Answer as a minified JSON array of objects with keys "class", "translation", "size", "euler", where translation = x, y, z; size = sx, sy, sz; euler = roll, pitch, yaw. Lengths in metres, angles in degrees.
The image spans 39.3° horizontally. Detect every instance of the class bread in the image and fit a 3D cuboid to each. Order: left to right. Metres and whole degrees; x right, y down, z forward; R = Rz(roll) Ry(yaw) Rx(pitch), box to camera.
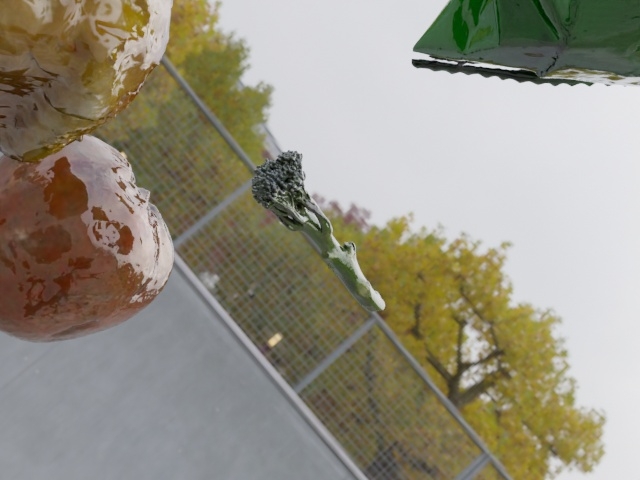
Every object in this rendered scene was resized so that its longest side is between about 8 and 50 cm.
[{"class":"bread","translation":[-0.135,-0.235,0.480],"size":[0.109,0.380,0.185],"euler":[12,-16,-30]}]

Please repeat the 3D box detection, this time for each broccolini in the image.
[{"class":"broccolini","translation":[-0.002,0.002,0.883],"size":[0.216,0.058,0.067],"euler":[55,30,-41]}]

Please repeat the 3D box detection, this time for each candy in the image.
[{"class":"candy","translation":[0.118,-0.108,0.395],"size":[0.141,0.078,0.203],"euler":[17,-12,5]}]

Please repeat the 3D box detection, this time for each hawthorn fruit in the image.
[{"class":"hawthorn fruit","translation":[-0.187,0.016,0.628],"size":[0.149,0.189,0.149],"euler":[26,-18,9]}]
